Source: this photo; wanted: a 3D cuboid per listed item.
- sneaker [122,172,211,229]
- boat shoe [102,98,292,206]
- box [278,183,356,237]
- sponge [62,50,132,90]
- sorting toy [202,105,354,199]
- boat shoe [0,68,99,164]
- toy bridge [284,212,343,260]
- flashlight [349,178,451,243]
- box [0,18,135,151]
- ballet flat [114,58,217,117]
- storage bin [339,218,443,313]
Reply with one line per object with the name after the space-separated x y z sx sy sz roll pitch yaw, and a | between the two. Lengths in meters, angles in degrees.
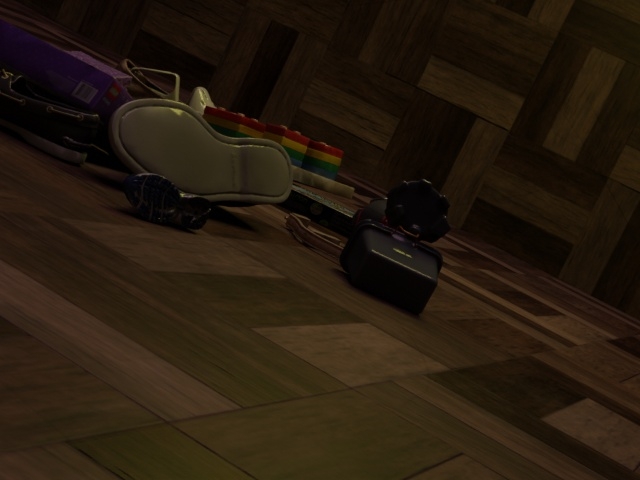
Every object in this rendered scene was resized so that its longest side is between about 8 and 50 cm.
-0.188 -0.046 1.400 0.058 0.052 0.135 19 -6 35 | sneaker
-0.180 -0.107 1.615 0.113 0.127 0.340 -5 -5 36 | boat shoe
0.009 -0.050 2.162 0.207 0.036 0.114 25 7 -7 | box
-0.419 -0.283 2.026 0.117 0.031 0.210 29 18 20 | sponge
-0.090 -0.172 2.317 0.257 0.089 0.255 19 1 30 | sorting toy
-0.381 -0.172 1.518 0.228 0.068 0.081 27 7 7 | boat shoe
0.000 0.000 1.796 0.063 0.026 0.188 18 10 -42 | toy bridge
0.114 -0.033 1.831 0.103 0.103 0.304 -1 -9 -7 | flashlight
-0.355 -0.206 1.669 0.293 0.057 0.201 29 -12 26 | box
-0.295 -0.283 2.510 0.316 0.106 0.107 27 7 4 | ballet flat
0.102 0.037 1.652 0.135 0.098 0.091 25 17 -9 | storage bin
